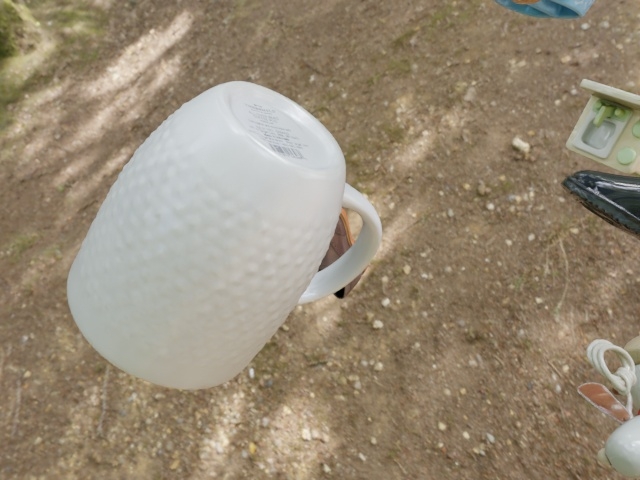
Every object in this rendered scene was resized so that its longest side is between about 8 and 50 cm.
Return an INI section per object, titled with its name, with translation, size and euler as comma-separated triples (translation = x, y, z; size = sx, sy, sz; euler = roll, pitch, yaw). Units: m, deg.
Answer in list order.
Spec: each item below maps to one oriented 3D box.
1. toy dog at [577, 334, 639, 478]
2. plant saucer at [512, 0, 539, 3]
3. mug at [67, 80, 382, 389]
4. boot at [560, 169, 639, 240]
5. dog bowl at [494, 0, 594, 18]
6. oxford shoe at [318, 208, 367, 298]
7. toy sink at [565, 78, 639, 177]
[toy dog]
translation = 0.530, 0.282, 1.047
size = 0.161, 0.334, 0.220
euler = -44, 57, 45
[plant saucer]
translation = 0.197, -0.345, 0.631
size = 0.037, 0.199, 0.199
euler = -11, 42, -2
[mug]
translation = -0.088, -0.008, 0.803
size = 0.328, 0.374, 0.276
euler = -52, 40, 29
[boot]
translation = 0.505, -0.094, 0.873
size = 0.247, 0.094, 0.207
euler = 35, 99, 22
[dog bowl]
translation = 0.477, -0.539, 1.328
size = 0.297, 0.166, 0.074
euler = -120, 49, -66
[oxford shoe]
translation = 0.000, 0.000, 1.106
size = 0.097, 0.271, 0.098
euler = -2, 49, 42
[toy sink]
translation = 0.600, -0.205, 1.220
size = 0.153, 0.234, 0.131
euler = 39, 110, 45
